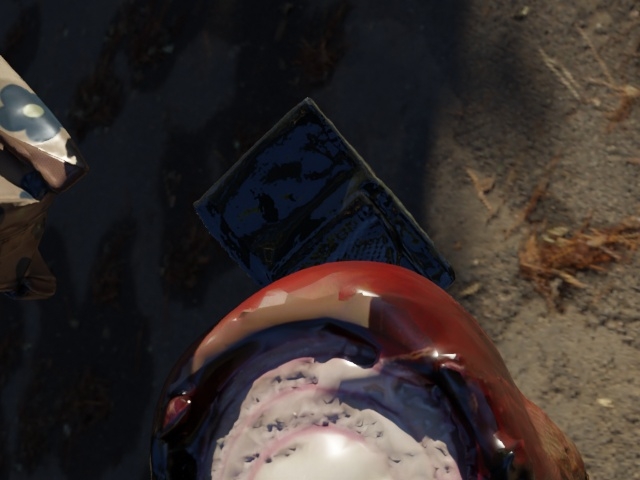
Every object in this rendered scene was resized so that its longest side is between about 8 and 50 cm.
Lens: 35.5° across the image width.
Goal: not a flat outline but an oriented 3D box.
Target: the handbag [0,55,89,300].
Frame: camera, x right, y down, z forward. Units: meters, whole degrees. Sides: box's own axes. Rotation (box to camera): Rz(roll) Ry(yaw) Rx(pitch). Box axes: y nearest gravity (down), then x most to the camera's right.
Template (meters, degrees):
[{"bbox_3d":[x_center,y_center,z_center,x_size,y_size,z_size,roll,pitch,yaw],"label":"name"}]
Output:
[{"bbox_3d":[-0.323,-0.042,0.790,0.193,0.251,0.190,42,123,30],"label":"handbag"}]

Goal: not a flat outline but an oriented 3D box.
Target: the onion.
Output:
[{"bbox_3d":[0.030,0.199,0.765,0.341,0.341,0.341,-24,60,48],"label":"onion"}]

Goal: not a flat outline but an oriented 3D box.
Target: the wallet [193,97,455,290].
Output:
[{"bbox_3d":[0.000,0.000,1.386,0.247,0.041,0.323,-41,85,21],"label":"wallet"}]
